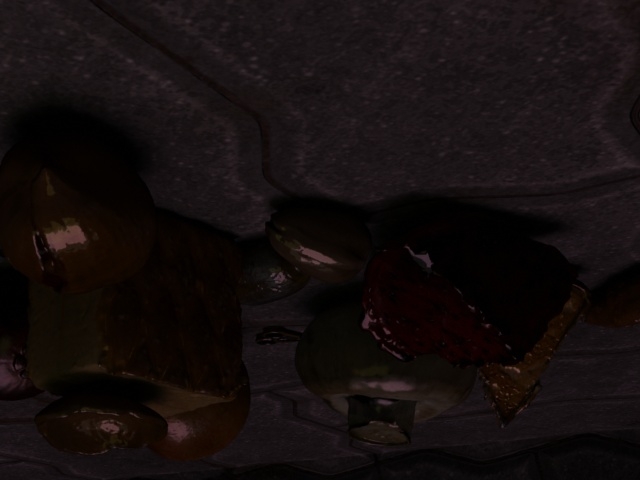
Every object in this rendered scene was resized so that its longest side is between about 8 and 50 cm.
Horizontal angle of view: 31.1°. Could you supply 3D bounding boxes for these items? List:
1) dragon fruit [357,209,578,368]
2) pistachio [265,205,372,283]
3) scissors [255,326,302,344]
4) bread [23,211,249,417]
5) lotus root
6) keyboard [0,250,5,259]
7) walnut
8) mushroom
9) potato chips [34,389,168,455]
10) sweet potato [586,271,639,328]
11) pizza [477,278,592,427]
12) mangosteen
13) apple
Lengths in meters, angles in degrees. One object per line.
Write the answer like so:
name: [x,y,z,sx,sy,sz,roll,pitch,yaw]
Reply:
dragon fruit: [0.196,0.053,1.843,0.286,0.228,0.329,42,154,-12]
pistachio: [0.000,0.000,1.720,0.186,0.126,0.108,20,108,-39]
scissors: [-0.022,0.202,2.362,0.220,0.017,0.088,6,155,-21]
bread: [-0.277,0.110,1.736,0.207,0.279,0.279,-16,157,37]
lotus root: [-0.078,0.049,1.855,0.192,0.088,0.113,-20,147,38]
keyboard: [-0.595,0.033,1.856,0.176,0.014,0.055,-13,156,25]
walnut: [-0.315,-0.040,1.460,0.203,0.203,0.298,-2,156,0]
mushroom: [0.118,0.240,2.134,0.352,0.260,0.352,6,159,2]
potato chips: [-0.319,0.256,1.662,0.195,0.061,0.208,-25,146,38]
sweet potato: [0.573,0.101,2.044,0.095,0.106,0.355,40,145,-11]
pizza: [0.365,0.161,2.018,0.251,0.287,0.074,-19,-166,-3]
mangosteen: [-0.538,0.153,1.957,0.215,0.215,0.257,19,-174,-43]
apple: [-0.270,0.300,2.268,0.264,0.264,0.264,-2,159,-1]
